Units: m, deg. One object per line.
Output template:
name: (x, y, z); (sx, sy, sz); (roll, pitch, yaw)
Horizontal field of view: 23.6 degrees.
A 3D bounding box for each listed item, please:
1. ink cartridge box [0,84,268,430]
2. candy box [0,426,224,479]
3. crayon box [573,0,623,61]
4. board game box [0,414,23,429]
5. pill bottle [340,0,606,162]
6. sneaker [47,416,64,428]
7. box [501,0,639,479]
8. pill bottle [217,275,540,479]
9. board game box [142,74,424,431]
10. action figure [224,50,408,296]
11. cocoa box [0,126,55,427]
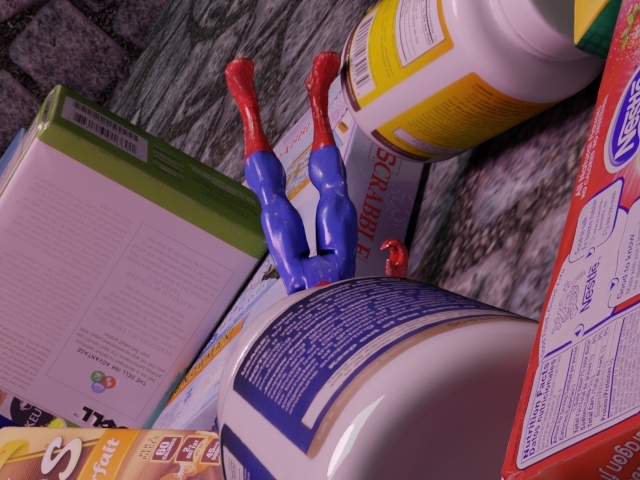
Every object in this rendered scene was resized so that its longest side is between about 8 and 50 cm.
ink cartridge box: (-0.186, 0.042, 1.169); (0.255, 0.189, 0.097); (-56, 16, 17)
candy box: (-0.135, 0.216, 0.966); (0.316, 0.087, 0.183); (-7, 50, 49)
crayon box: (0.222, -0.222, 0.732); (0.278, 0.081, 0.165); (124, 162, -48)
board game box: (-0.276, 0.233, 1.153); (0.047, 0.160, 0.210); (-36, 26, 56)
pill bottle: (0.105, -0.128, 0.964); (0.215, 0.117, 0.117); (-26, 36, 63)
sneaker: (-0.173, 0.140, 1.375); (0.121, 0.111, 0.300); (21, 93, 65)
box: (0.169, -0.012, 0.522); (0.128, 0.123, 0.256); (-39, 24, 50)
pill bottle: (0.038, 0.095, 0.677); (0.153, 0.153, 0.265); (-60, 15, -3)
board game box: (-0.035, 0.033, 1.199); (0.319, 0.066, 0.318); (-44, 21, 45)
action figure: (0.000, 0.000, 0.930); (0.139, 0.092, 0.280); (107, 155, -67)
cocoa box: (-0.299, 0.054, 1.692); (0.231, 0.228, 0.347); (-57, 15, 10)
